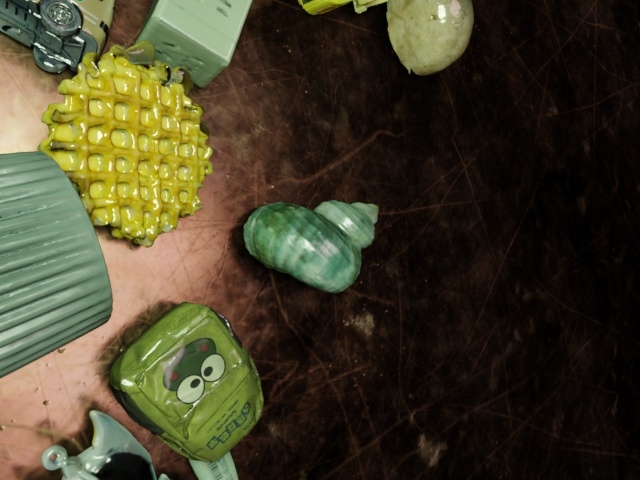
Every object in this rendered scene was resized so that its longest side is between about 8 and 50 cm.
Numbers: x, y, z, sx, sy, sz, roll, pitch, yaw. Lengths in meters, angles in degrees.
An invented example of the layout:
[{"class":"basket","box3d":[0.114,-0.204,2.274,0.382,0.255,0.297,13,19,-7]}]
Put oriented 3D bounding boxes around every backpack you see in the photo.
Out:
[{"class":"backpack","box3d":[-0.209,0.239,0.779,0.207,0.140,0.253,-44,116,-30]}]

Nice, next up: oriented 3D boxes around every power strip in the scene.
[{"class":"power strip","box3d":[-0.212,-0.414,0.828,0.140,0.139,0.224,25,72,-29]}]

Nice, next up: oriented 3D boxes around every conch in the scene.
[{"class":"conch","box3d":[0.000,0.000,0.932,0.278,0.195,0.220,-25,71,-9]}]

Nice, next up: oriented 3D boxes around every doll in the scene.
[{"class":"doll","box3d":[-0.295,0.395,0.723,0.145,0.103,0.316,-45,120,-12]}]

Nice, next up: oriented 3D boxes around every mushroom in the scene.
[{"class":"mushroom","box3d":[0.295,-0.559,1.163,0.195,0.189,0.253,-25,103,-31]}]

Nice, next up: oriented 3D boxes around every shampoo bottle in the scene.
[{"class":"shampoo bottle","box3d":[-0.170,0.448,0.840,0.069,0.041,0.190,-30,103,-39]}]

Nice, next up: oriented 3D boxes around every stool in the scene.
[{"class":"stool","box3d":[-0.457,0.050,0.539,0.330,0.297,0.296,-25,100,-39]}]

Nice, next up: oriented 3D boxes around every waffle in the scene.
[{"class":"waffle","box3d":[-0.291,-0.153,0.754,0.329,0.062,0.328,-9,101,-57]}]

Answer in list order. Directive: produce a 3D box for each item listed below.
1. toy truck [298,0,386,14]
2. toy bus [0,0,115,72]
[{"class":"toy truck","box3d":[0.063,-0.592,1.048,0.272,0.124,0.157,-37,117,-35]},{"class":"toy bus","box3d":[-0.443,-0.381,0.669,0.290,0.139,0.157,27,66,-26]}]
